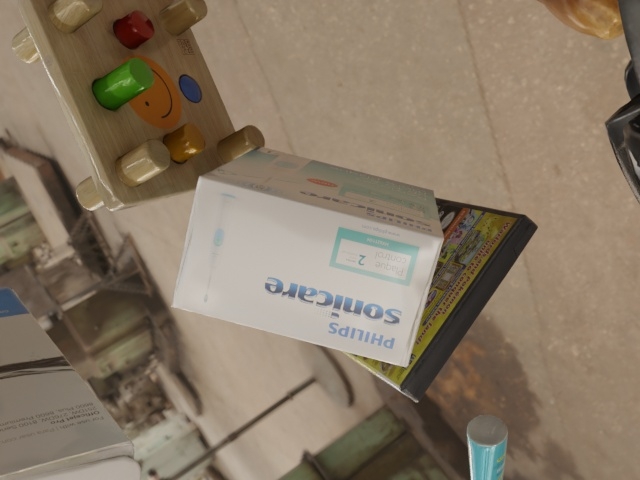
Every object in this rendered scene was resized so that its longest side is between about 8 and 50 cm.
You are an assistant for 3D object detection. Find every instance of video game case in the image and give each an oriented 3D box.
[{"bbox_3d":[0.146,0.068,1.174,0.035,0.274,0.248,38,174,-21],"label":"video game case"}]

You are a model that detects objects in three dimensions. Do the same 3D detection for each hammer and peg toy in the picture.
[{"bbox_3d":[-0.221,-0.222,0.999,0.127,0.266,0.361,-24,88,32],"label":"hammer and peg toy"}]

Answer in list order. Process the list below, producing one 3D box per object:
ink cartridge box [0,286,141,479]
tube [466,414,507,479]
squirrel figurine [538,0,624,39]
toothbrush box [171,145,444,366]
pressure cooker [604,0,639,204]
[{"bbox_3d":[-0.355,0.260,0.924,0.395,0.166,0.285,29,120,49],"label":"ink cartridge box"},{"bbox_3d":[0.228,0.325,1.162,0.052,0.080,0.207,18,136,30],"label":"tube"},{"bbox_3d":[0.072,-0.382,0.761,0.397,0.371,0.281,-125,42,-54],"label":"squirrel figurine"},{"bbox_3d":[0.000,0.000,0.853,0.295,0.217,0.126,-60,-16,-76],"label":"toothbrush box"},{"bbox_3d":[0.309,-0.121,0.245,0.375,0.420,0.369,37,150,34],"label":"pressure cooker"}]
